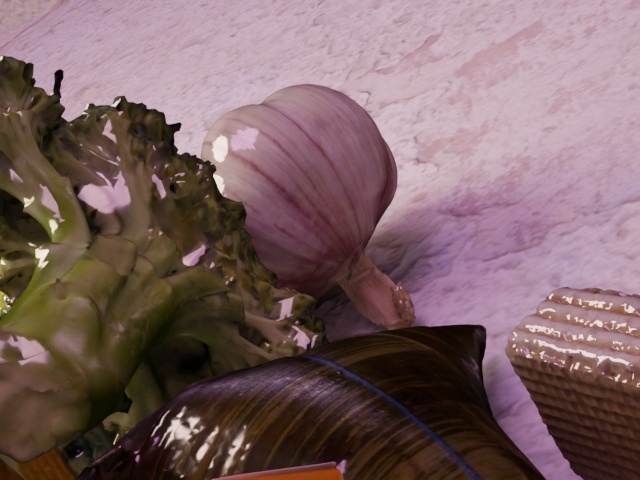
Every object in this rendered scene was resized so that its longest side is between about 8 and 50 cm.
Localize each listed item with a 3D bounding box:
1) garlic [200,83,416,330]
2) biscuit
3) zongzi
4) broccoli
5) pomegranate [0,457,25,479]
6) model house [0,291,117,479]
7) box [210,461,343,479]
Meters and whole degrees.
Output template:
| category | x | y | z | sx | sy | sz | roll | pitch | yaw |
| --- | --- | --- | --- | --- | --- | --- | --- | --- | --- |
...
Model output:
| category | x | y | z | sx | sy | sz | roll | pitch | yaw |
| --- | --- | --- | --- | --- | --- | --- | --- | --- | --- |
| garlic | 0.000 | 0.000 | 1.627 | 0.253 | 0.245 | 0.245 | 37 | 65 | 27 |
| biscuit | 0.285 | 0.119 | 1.087 | 0.078 | 0.144 | 0.426 | -40 | 23 | -22 |
| zongzi | 0.109 | 0.162 | 1.203 | 0.403 | 0.208 | 0.432 | 9 | 25 | 44 |
| broccoli | -0.141 | 0.073 | 1.379 | 0.275 | 0.353 | 0.397 | -66 | 29 | 18 |
| pomegranate | -0.299 | 0.240 | 1.204 | 0.260 | 0.260 | 0.260 | -26 | 24 | 13 |
| model house | -0.288 | 0.166 | 1.603 | 0.211 | 0.194 | 0.170 | -38 | 27 | -18 |
| box | -0.040 | 0.276 | 0.947 | 0.091 | 0.274 | 0.221 | -1 | -25 | -29 |
